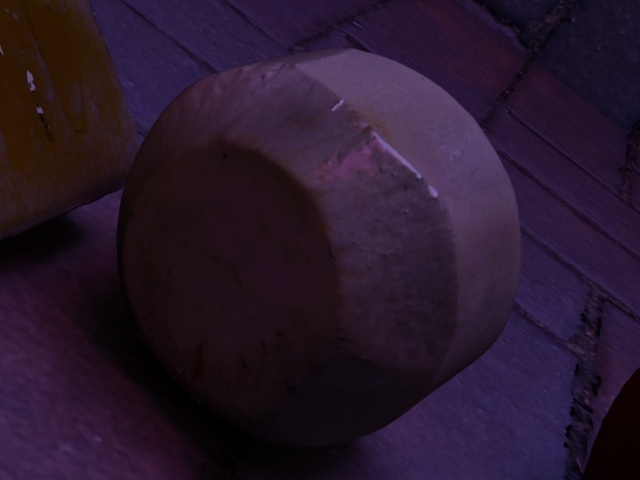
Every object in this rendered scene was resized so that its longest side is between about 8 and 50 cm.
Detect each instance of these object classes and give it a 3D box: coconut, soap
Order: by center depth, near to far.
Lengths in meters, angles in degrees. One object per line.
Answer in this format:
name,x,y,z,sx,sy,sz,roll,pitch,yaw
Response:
soap,-0.199,-0.074,0.710,0.160,0.080,0.257,70,20,-8
coconut,0.003,0.002,0.777,0.241,0.241,0.241,32,22,-14

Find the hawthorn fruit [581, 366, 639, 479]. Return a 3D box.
hawthorn fruit,0.293,0.174,0.795,0.287,0.287,0.330,42,34,11
